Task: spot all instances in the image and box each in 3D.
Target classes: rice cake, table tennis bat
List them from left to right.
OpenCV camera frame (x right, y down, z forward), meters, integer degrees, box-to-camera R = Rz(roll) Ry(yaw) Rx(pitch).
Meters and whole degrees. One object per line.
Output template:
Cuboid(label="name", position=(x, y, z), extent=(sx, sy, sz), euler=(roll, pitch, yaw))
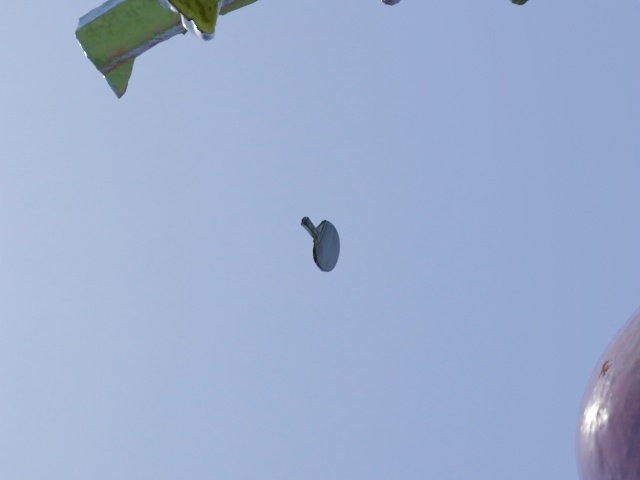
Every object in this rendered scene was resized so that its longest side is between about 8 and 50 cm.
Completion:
Cuboid(label="rice cake", position=(-0.082, -0.215, 1.212), extent=(0.290, 0.051, 0.081), euler=(-25, -77, 19))
Cuboid(label="table tennis bat", position=(0.000, 0.000, 1.444), extent=(0.083, 0.007, 0.050), euler=(49, -128, -52))

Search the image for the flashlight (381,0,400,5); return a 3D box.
Cuboid(label="flashlight", position=(0.064, -0.216, 1.087), extent=(0.031, 0.110, 0.052), euler=(-7, -112, -17))

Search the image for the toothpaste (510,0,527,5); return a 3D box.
Cuboid(label="toothpaste", position=(0.136, -0.381, 1.664), extent=(0.323, 0.100, 0.066), euler=(30, -126, -17))

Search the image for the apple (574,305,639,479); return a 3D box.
Cuboid(label="apple", position=(0.337, 0.122, 0.929), extent=(0.345, 0.345, 0.269), euler=(25, -88, -28))

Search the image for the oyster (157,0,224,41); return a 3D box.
Cuboid(label="oyster", position=(-0.099, -0.214, 0.723), extent=(0.083, 0.214, 0.223), euler=(-25, -61, -2))
